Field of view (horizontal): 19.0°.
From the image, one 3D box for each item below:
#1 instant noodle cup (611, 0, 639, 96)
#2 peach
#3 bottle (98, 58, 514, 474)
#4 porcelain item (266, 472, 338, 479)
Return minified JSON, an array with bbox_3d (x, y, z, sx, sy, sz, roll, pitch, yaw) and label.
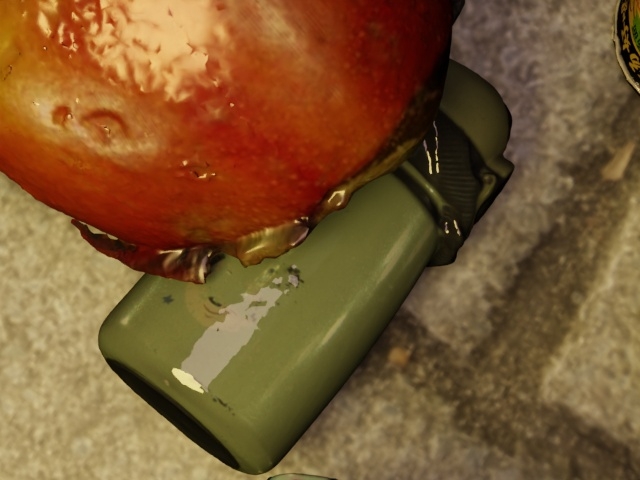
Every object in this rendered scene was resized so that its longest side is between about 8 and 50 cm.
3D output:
[{"bbox_3d":[0.308,-0.181,1.483,0.151,0.122,0.151,0,77,-2],"label":"instant noodle cup"},{"bbox_3d":[-0.105,-0.169,1.358,0.416,0.353,0.339,29,73,7],"label":"peach"},{"bbox_3d":[0.002,0.001,1.430,0.168,0.168,0.347,40,77,8],"label":"bottle"},{"bbox_3d":[-0.004,0.308,1.302,0.157,0.286,0.281,14,80,4],"label":"porcelain item"}]
